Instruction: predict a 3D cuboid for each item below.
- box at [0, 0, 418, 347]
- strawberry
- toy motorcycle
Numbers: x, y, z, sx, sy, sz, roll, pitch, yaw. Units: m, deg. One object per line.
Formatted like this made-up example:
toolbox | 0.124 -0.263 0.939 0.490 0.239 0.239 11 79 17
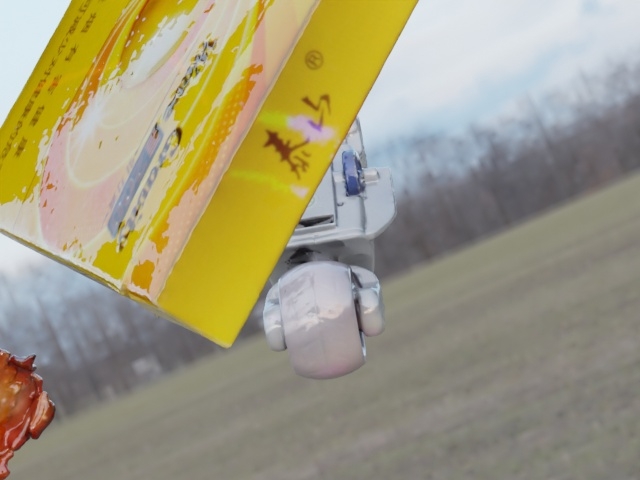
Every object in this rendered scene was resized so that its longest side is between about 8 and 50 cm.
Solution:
box | -0.063 -0.054 0.734 0.152 0.043 0.269 -63 24 -5
strawberry | -0.266 0.142 1.228 0.188 0.121 0.082 -34 13 -28
toy motorcycle | 0.000 0.000 1.209 0.112 0.112 0.254 -24 38 16
